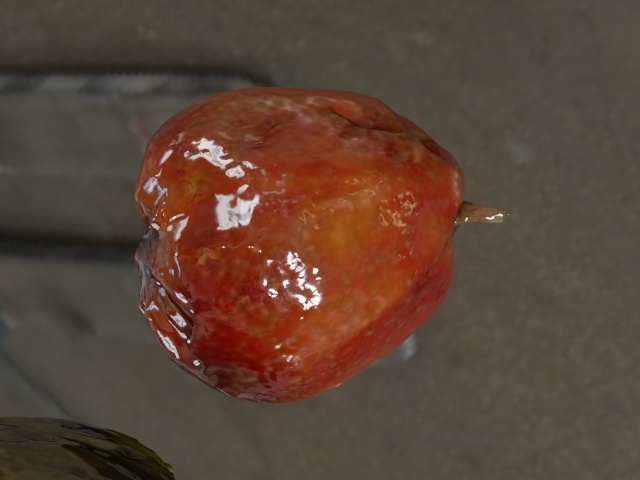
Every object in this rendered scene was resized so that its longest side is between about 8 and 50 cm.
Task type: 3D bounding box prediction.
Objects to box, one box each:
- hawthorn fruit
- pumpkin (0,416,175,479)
[{"bbox_3d":[-0.015,0.000,1.050,0.173,0.179,0.173,35,139,37],"label":"hawthorn fruit"},{"bbox_3d":[-0.150,0.110,0.682,0.148,0.169,0.312,33,140,-30],"label":"pumpkin"}]
